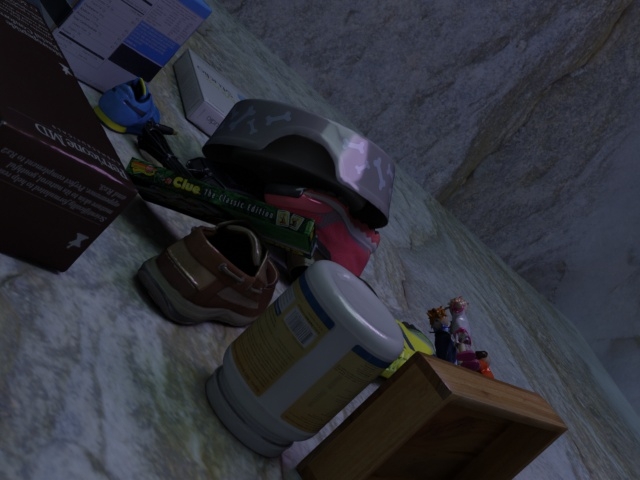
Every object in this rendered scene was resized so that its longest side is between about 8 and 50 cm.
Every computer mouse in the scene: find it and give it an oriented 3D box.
[{"bbox_3d":[-0.198,-0.112,1.750,0.184,0.060,0.262,48,19,23],"label":"computer mouse"}]

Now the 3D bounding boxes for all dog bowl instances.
[{"bbox_3d":[-0.028,-0.135,1.853,0.348,0.102,0.349,21,-11,4],"label":"dog bowl"}]

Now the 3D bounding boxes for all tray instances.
[{"bbox_3d":[0.159,0.261,1.356,0.076,0.203,0.411,52,14,30],"label":"tray"}]

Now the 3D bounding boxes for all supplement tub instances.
[{"bbox_3d":[-0.019,0.135,1.200,0.144,0.199,0.144,43,13,-13],"label":"supplement tub"}]

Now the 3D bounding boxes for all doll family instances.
[{"bbox_3d":[0.236,0.207,1.900,0.163,0.118,0.263,-95,164,-44],"label":"doll family"}]

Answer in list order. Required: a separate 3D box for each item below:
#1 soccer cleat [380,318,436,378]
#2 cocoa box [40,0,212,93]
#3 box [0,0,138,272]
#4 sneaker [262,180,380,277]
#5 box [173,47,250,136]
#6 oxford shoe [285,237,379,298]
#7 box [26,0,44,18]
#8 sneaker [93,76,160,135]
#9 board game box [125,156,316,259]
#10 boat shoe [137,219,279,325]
[{"bbox_3d":[0.125,0.192,1.721,0.121,0.093,0.289,57,17,20],"label":"soccer cleat"},{"bbox_3d":[-0.392,-0.448,1.782,0.231,0.228,0.347,27,22,-54],"label":"cocoa box"},{"bbox_3d":[-0.370,-0.158,1.169,0.191,0.143,0.381,30,22,-50],"label":"box"},{"bbox_3d":[0.001,0.000,1.821,0.116,0.136,0.314,10,-15,36],"label":"sneaker"},{"bbox_3d":[-0.194,-0.266,2.223,0.232,0.058,0.322,38,16,-28],"label":"box"},{"bbox_3d":[0.020,0.092,1.772,0.227,0.083,0.096,39,34,-25],"label":"oxford shoe"},{"bbox_3d":[-0.479,-0.339,1.434,0.183,0.059,0.233,14,28,-28],"label":"box"},{"bbox_3d":[-0.294,-0.221,1.723,0.069,0.082,0.209,44,11,5],"label":"sneaker"},{"bbox_3d":[-0.131,-0.042,1.442,0.259,0.030,0.136,19,-15,5],"label":"board game box"},{"bbox_3d":[-0.114,0.037,1.393,0.123,0.116,0.324,47,13,9],"label":"boat shoe"}]
